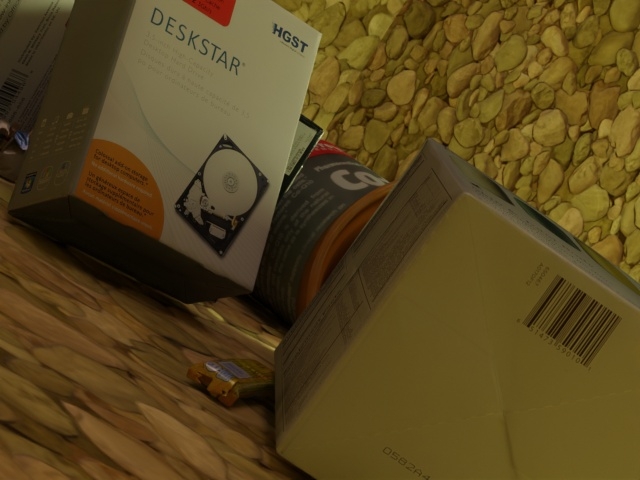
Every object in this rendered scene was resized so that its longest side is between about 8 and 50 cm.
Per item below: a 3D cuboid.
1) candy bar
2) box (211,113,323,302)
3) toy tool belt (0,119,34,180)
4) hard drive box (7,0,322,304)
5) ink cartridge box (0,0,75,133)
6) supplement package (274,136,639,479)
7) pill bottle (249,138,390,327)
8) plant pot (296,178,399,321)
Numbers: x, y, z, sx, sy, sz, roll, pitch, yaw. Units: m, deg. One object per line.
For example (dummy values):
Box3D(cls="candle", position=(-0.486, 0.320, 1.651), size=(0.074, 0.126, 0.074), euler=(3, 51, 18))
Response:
Box3D(cls="candy bar", position=(-0.052, 0.094, 1.286), size=(0.040, 0.018, 0.161), euler=(34, 5, 12))
Box3D(cls="box", position=(-0.095, -0.060, 1.671), size=(0.051, 0.175, 0.220), euler=(31, 5, -26))
Box3D(cls="toy tool belt", position=(-0.272, -0.089, 1.570), size=(0.083, 0.051, 0.052), euler=(29, 5, -31))
Box3D(cls="hard drive box", position=(-0.116, -0.094, 1.464), size=(0.181, 0.232, 0.089), euler=(29, -26, -34))
Box3D(cls="ink cartridge box", position=(-0.305, -0.197, 1.583), size=(0.114, 0.197, 0.273), euler=(32, 4, 22))
Box3D(cls="supplement package", position=(0.104, 0.079, 1.250), size=(0.199, 0.198, 0.262), euler=(34, 7, -7))
Box3D(cls="pill bottle", position=(0.000, 0.000, 1.748), size=(0.283, 0.161, 0.161), euler=(36, 6, 42))
Box3D(cls="plant pot", position=(0.071, 0.061, 1.501), size=(0.205, 0.205, 0.188), euler=(31, -12, -7))
